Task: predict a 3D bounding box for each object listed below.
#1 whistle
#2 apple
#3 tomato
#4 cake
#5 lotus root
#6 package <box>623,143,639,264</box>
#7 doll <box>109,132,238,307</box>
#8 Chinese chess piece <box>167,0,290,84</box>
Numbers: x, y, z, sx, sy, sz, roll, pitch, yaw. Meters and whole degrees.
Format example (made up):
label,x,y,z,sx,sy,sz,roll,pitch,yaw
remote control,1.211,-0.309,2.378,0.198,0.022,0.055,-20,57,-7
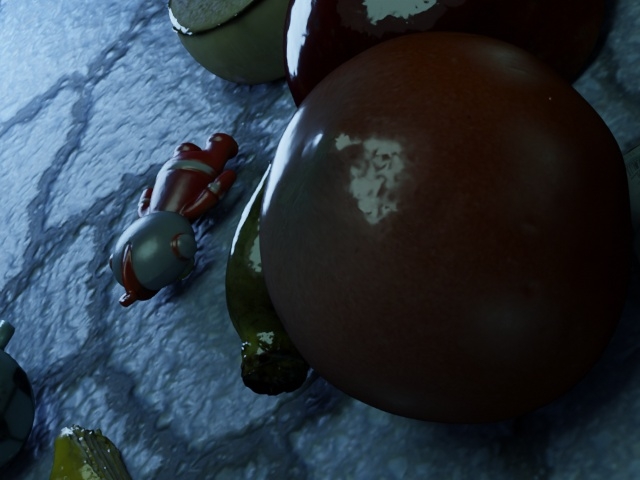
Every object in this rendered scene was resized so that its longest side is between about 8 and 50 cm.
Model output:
label,x,y,z,sx,sy,sz,roll,pitch,yaw
whistle,-0.399,0.212,1.822,0.163,0.163,0.290,-5,53,45
apple,0.132,-0.258,1.752,0.328,0.295,0.365,11,58,9
tomato,0.093,-0.011,1.365,0.321,0.321,0.322,-29,38,25
cake,-0.210,0.243,1.654,0.116,0.080,0.185,-27,35,31
lotus root,0.000,0.000,1.583,0.173,0.173,0.309,8,60,51
package,0.324,-0.054,1.415,0.171,0.027,0.173,-32,37,15
doll,-0.167,-0.020,1.874,0.142,0.076,0.245,-15,41,39
Chinese chess piece,-0.056,-0.312,2.013,0.270,0.112,0.270,-29,37,25
